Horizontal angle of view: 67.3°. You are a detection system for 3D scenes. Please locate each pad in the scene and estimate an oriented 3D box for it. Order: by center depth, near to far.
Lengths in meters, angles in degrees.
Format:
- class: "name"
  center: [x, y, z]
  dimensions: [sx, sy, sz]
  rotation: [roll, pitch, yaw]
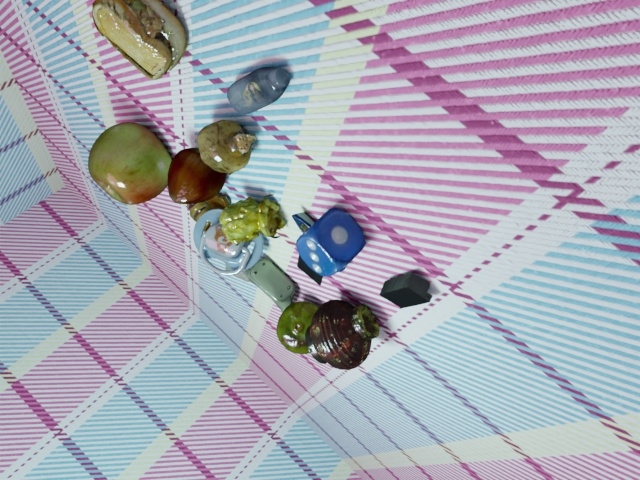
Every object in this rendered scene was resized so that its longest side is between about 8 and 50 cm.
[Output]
- class: "pad"
  center: [-0.032, 0.082, 1.659]
  dimensions: [0.116, 0.004, 0.193]
  rotation: [40, 153, 15]

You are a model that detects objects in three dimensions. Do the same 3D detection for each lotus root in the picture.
- class: "lotus root"
  center: [-0.285, -0.270, 1.406]
  dimensions: [0.257, 0.140, 0.154]
  rotation: [7, 127, 59]

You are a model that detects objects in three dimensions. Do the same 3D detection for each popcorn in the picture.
- class: "popcorn"
  center: [-0.229, -0.068, 1.571]
  dimensions: [0.195, 0.168, 0.173]
  rotation: [6, 96, 38]

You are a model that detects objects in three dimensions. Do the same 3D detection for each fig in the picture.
- class: "fig"
  center: [-0.058, 0.337, 1.855]
  dimensions: [0.203, 0.203, 0.225]
  rotation: [36, -177, 20]

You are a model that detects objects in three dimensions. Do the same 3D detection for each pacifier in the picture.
- class: "pacifier"
  center: [-0.341, 0.006, 1.829]
  dimensions: [0.279, 0.227, 0.207]
  rotation: [24, -167, 7]

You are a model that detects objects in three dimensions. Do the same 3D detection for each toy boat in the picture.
- class: "toy boat"
  center: [0.000, 0.000, 1.461]
  dimensions: [0.229, 0.046, 0.080]
  rotation: [50, 153, -6]

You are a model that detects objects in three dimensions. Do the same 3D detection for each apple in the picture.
- class: "apple"
  center: [-0.736, -0.289, 1.862]
  dimensions: [0.319, 0.277, 0.319]
  rotation: [33, 151, 21]

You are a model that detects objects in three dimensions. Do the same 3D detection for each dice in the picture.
- class: "dice"
  center: [0.029, 0.007, 1.328]
  dimensions: [0.146, 0.143, 0.146]
  rotation: [48, 149, -1]

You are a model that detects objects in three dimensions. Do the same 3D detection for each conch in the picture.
- class: "conch"
  center: [-0.353, 0.116, 2.101]
  dimensions: [0.104, 0.094, 0.176]
  rotation: [10, 164, 30]

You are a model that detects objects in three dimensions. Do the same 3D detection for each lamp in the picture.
- class: "lamp"
  center: [0.075, 0.305, 1.581]
  dimensions: [0.247, 0.247, 0.247]
  rotation: [34, 150, 23]

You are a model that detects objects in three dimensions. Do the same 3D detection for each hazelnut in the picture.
- class: "hazelnut"
  center: [-0.428, -0.205, 1.619]
  dimensions: [0.208, 0.208, 0.208]
  rotation: [34, 150, 23]

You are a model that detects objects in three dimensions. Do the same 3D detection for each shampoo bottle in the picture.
- class: "shampoo bottle"
  center: [-0.153, -0.370, 1.182]
  dimensions: [0.234, 0.049, 0.087]
  rotation: [1, 130, 54]

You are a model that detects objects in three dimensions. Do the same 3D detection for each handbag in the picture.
- class: "handbag"
  center: [-0.210, 0.207, 1.972]
  dimensions: [0.241, 0.109, 0.315]
  rotation: [43, 156, 8]

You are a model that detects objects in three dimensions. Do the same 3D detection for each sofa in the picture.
- class: "sofa"
  center: [0.236, 0.134, 1.309]
  dimensions: [0.085, 0.060, 0.147]
  rotation: [34, 155, -12]

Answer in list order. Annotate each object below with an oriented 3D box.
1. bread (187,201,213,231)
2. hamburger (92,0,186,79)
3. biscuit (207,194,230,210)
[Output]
- class: "bread"
  center: [-0.457, -0.081, 1.957]
  dimensions: [0.225, 0.081, 0.134]
  rotation: [43, 154, 5]
- class: "hamburger"
  center: [-0.489, -0.567, 1.298]
  dimensions: [0.286, 0.146, 0.243]
  rotation: [28, 154, 20]
- class: "biscuit"
  center: [-0.410, -0.162, 1.834]
  dimensions: [0.205, 0.031, 0.138]
  rotation: [26, 152, 31]
